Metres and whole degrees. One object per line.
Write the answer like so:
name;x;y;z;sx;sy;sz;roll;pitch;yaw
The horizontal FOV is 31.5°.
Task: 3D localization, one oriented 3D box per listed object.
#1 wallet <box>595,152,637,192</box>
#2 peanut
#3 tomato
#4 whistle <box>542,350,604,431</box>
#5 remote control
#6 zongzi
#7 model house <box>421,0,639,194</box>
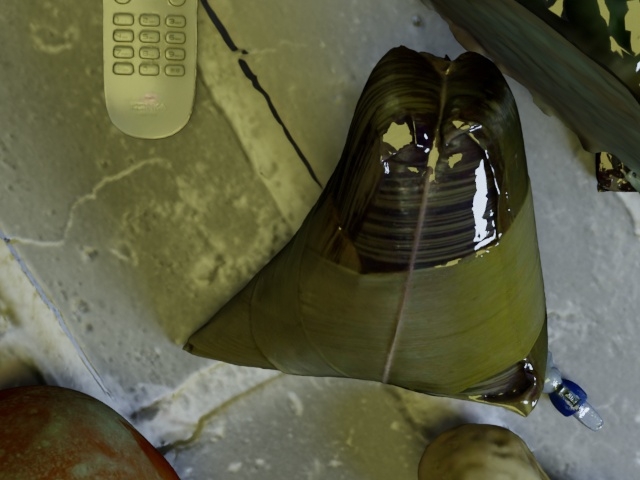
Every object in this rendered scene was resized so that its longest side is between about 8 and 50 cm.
wallet;0.336;-0.094;0.899;0.232;0.031;0.122;-1;105;2
peanut;0.198;0.254;0.965;0.274;0.111;0.125;40;99;-10
tomato;-0.239;0.263;0.925;0.270;0.222;0.270;1;109;4
whistle;0.210;0.130;0.972;0.083;0.029;0.033;44;87;-3
remote control;-0.132;-0.193;0.881;0.073;0.044;0.229;-1;99;-10
zongzi;0.000;0.000;0.840;0.317;0.154;0.289;-4;132;16
model house;0.333;-0.178;0.684;0.445;0.395;0.400;39;95;-8
